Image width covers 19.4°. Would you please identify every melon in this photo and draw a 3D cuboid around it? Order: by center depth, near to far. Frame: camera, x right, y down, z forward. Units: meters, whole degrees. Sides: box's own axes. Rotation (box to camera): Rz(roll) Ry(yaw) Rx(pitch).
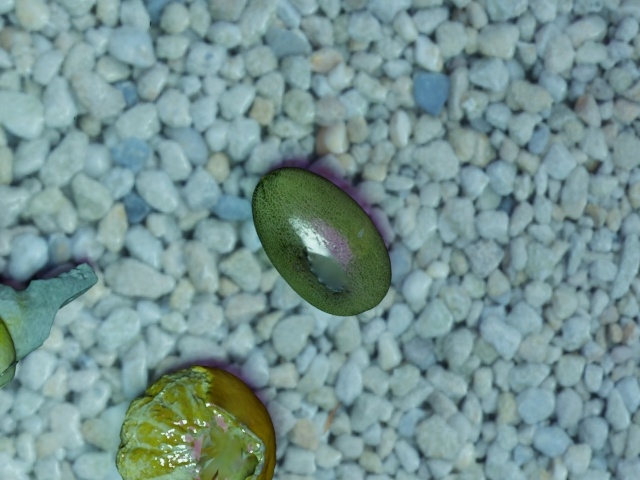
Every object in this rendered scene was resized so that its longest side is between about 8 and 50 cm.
[{"bbox_3d":[0.000,0.000,1.743,0.099,0.099,0.162,-44,105,-16],"label":"melon"}]

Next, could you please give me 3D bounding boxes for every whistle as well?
[{"bbox_3d":[-0.292,0.073,1.619,0.223,0.123,0.123,-34,106,-33],"label":"whistle"}]

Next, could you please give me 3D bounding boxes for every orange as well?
[{"bbox_3d":[-0.109,0.191,1.688,0.156,0.134,0.157,3,85,-35],"label":"orange"}]
